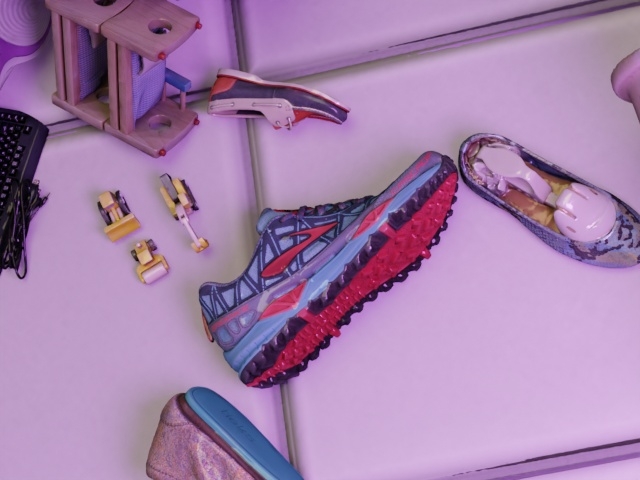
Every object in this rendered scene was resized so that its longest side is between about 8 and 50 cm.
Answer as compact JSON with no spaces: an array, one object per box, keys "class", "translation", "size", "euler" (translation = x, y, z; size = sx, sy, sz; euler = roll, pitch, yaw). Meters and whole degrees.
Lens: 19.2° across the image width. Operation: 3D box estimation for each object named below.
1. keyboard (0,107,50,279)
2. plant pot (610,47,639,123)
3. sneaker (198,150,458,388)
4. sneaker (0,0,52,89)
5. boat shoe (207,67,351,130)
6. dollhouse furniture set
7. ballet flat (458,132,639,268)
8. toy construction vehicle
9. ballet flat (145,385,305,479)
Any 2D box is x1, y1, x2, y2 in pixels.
[{"class":"keyboard","translation":[-0.305,-0.034,1.751],"size":[0.100,0.038,0.192],"euler":[11,76,18]},{"class":"plant pot","translation":[0.408,-0.007,1.427],"size":[0.334,0.334,0.305],"euler":[-10,81,11]},{"class":"sneaker","translation":[0.000,0.000,1.625],"size":[0.262,0.104,0.125],"euler":[-42,65,-2]},{"class":"sneaker","translation":[-0.350,-0.166,1.765],"size":[0.152,0.114,0.305],"euler":[1,60,37]},{"class":"boat shoe","translation":[-0.038,-0.121,1.704],"size":[0.137,0.049,0.043],"euler":[14,79,21]},{"class":"dollhouse furniture set","translation":[-0.141,-0.195,1.736],"size":[0.129,0.129,0.183],"euler":[29,51,21]},{"class":"ballet flat","translation":[0.194,-0.036,1.606],"size":[0.188,0.070,0.070],"euler":[27,81,21]},{"class":"toy construction vehicle","translation":[-0.153,-0.017,1.706],"size":[0.086,0.035,0.098],"euler":[-27,67,5]},{"class":"ballet flat","translation":[-0.027,0.251,1.561],"size":[0.316,0.107,0.106],"euler":[40,104,28]}]
